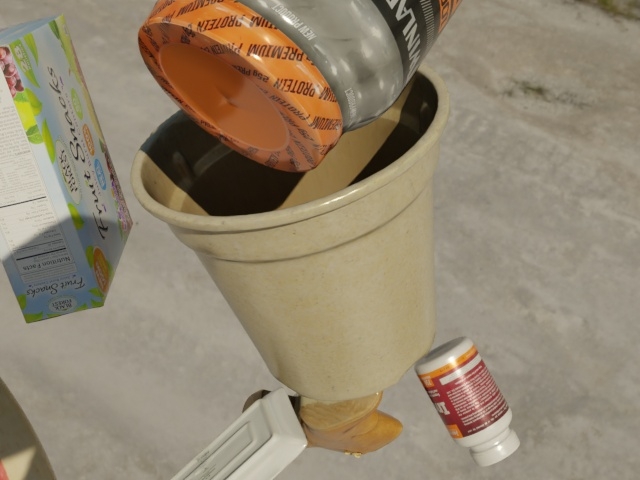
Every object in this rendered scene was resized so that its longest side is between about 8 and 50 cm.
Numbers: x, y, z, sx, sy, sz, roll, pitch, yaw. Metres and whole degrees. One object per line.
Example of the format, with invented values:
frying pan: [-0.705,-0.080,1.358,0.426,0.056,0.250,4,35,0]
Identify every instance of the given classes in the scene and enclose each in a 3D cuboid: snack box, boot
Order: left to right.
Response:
snack box: [-0.226,-0.066,0.602,0.070,0.207,0.174,-14,24,0]
boot: [0.048,0.243,1.044,0.211,0.295,0.104,22,58,-32]

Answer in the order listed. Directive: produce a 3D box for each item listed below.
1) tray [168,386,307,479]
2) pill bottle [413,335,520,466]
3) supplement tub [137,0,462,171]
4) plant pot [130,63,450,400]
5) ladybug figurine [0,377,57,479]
tray: [-0.140,0.308,0.956,0.270,0.030,0.145,-42,24,1]
pill bottle: [0.192,0.209,0.948,0.086,0.086,0.152,-27,87,-35]
supplement tub: [0.018,-0.219,0.546,0.193,0.194,0.316,26,72,20]
plant pot: [0.000,0.000,0.832,0.333,0.306,0.334,-11,36,8]
ladybug figurine: [-0.406,0.275,0.723,0.305,0.450,0.162,-20,8,26]
